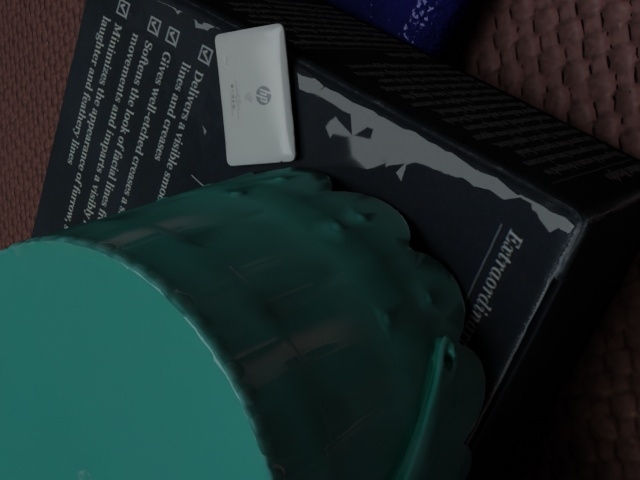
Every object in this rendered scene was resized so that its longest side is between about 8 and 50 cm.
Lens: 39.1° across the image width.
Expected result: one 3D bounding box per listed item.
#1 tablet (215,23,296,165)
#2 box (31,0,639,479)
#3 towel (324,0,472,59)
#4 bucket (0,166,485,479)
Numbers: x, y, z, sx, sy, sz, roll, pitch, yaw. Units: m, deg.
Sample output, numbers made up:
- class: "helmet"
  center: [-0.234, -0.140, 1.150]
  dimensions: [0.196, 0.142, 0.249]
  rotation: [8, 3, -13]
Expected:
- class: "tablet"
  center: [-0.041, -0.089, 0.561]
  dimensions: [0.054, 0.006, 0.083]
  rotation: [-1, 98, 34]
- class: "box"
  center: [0.000, 0.000, 0.684]
  dimensions: [0.395, 0.212, 0.293]
  rotation: [34, 117, 25]
- class: "towel"
  center: [0.019, -0.162, 0.851]
  dimensions: [0.228, 0.076, 0.308]
  rotation: [53, 127, 39]
- class: "bucket"
  center: [-0.067, 0.101, 0.510]
  dimensions: [0.281, 0.183, 0.281]
  rotation: [8, 105, 33]
